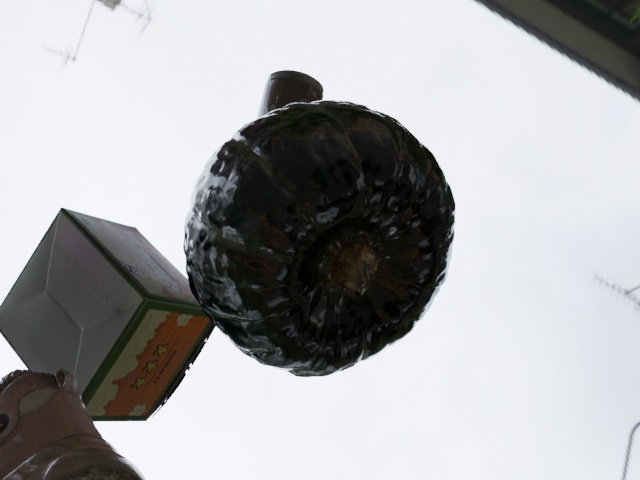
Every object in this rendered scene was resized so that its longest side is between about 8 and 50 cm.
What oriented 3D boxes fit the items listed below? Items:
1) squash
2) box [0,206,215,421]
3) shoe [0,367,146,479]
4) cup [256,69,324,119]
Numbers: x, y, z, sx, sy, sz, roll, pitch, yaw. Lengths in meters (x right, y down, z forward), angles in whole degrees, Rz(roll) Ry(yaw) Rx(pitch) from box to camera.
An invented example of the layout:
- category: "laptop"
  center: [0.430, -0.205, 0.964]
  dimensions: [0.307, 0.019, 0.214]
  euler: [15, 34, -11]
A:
- category: "squash"
  center: [0.000, 0.000, 0.745]
  dimensions: [0.252, 0.165, 0.252]
  euler: [-8, -71, -24]
- category: "box"
  center: [-0.262, 0.094, 1.011]
  dimensions: [0.195, 0.177, 0.148]
  euler: [39, -171, 31]
- category: "shoe"
  center: [-0.329, 0.287, 0.791]
  dimensions: [0.351, 0.172, 0.198]
  euler: [-38, -138, -2]
- category: "cup"
  center: [-0.024, -0.136, 0.935]
  dimensions: [0.102, 0.074, 0.099]
  euler: [8, -104, 16]
